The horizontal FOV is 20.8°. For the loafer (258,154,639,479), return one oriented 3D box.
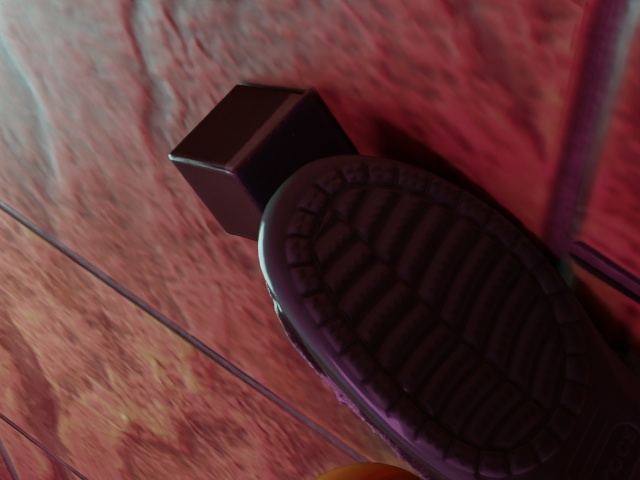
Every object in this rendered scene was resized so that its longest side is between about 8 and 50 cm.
[{"bbox_3d":[0.069,0.071,0.652,0.251,0.094,0.087,43,154,-7],"label":"loafer"}]

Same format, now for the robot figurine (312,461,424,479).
[{"bbox_3d":[0.054,0.188,0.867,0.219,0.128,0.158,23,-167,37],"label":"robot figurine"}]

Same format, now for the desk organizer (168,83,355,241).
[{"bbox_3d":[0.000,0.000,0.696,0.050,0.047,0.130,15,147,52],"label":"desk organizer"}]
